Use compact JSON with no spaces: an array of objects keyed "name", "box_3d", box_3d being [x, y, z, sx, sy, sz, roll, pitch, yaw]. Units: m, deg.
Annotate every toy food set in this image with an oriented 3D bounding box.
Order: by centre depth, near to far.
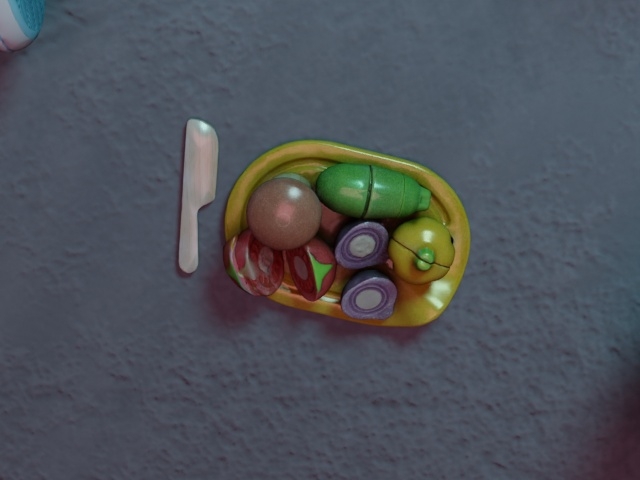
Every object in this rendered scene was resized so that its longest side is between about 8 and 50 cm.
[{"name":"toy food set","box_3d":[0.000,0.000,0.924,0.218,0.071,0.128,12,107,-3]}]

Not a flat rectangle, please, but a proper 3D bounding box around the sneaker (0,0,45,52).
[{"name":"sneaker","box_3d":[-0.318,-0.237,0.829,0.208,0.127,0.319,-24,96,6]}]
